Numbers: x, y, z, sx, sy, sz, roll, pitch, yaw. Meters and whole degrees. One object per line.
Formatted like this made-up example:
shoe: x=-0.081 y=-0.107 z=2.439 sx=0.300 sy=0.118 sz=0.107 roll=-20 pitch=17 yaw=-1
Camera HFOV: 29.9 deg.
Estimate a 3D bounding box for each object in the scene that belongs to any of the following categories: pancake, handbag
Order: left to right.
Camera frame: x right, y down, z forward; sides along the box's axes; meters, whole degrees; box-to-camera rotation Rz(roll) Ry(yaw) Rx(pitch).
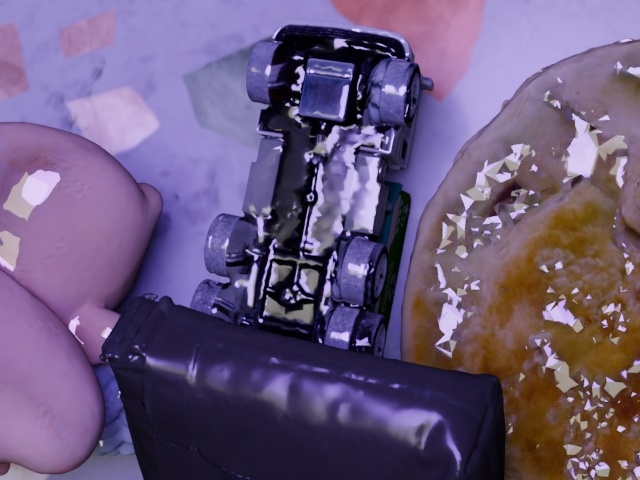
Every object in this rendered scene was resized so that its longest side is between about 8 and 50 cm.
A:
handbag: x=-0.010 y=0.154 z=0.688 sx=0.223 sy=0.080 sz=0.247 roll=10 pitch=132 yaw=17
pancake: x=0.222 y=0.058 z=0.695 sx=0.387 sy=0.082 sz=0.387 roll=-2 pitch=85 yaw=19

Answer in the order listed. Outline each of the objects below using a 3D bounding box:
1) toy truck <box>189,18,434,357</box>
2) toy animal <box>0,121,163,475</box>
toy truck: x=0.000 y=0.000 z=0.740 sx=0.114 sy=0.124 sz=0.253 roll=11 pitch=88 yaw=15
toy animal: x=-0.206 y=0.035 z=0.739 sx=0.210 sy=0.229 sz=0.221 roll=-11 pitch=82 yaw=57
